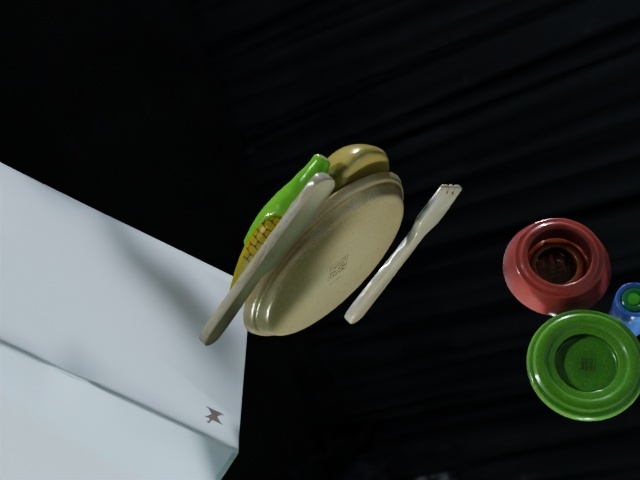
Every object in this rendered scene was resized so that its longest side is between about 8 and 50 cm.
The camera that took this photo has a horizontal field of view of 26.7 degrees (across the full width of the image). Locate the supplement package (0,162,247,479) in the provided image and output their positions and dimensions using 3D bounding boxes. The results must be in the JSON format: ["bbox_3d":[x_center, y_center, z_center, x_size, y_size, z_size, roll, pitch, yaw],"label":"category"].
[{"bbox_3d":[-0.190,0.129,0.814,0.199,0.262,0.198,27,-158,-12],"label":"supplement package"}]

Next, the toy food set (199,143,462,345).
[{"bbox_3d":[0.000,0.000,0.778,0.038,0.132,0.192,44,-162,21],"label":"toy food set"}]

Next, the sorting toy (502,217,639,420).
[{"bbox_3d":[0.117,0.039,0.610,0.042,0.061,0.102,83,179,-62],"label":"sorting toy"}]
